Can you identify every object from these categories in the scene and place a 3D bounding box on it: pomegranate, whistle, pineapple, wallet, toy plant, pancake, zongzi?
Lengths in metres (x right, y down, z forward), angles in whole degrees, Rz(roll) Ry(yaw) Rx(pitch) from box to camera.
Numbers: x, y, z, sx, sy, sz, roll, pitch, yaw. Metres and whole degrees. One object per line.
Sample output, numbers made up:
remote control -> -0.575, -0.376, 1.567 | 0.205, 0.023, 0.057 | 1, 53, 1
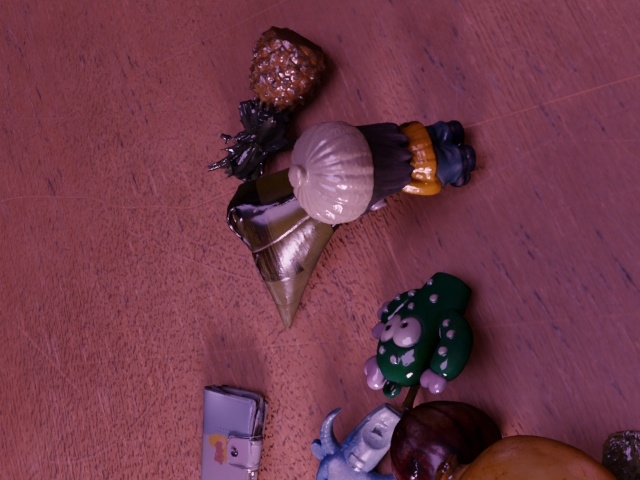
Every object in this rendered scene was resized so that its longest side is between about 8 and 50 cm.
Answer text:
pomegranate -> 0.320, 0.423, 1.281 | 0.307, 0.307, 0.307 | -5, 80, 34
whistle -> 0.060, 0.413, 1.634 | 0.180, 0.093, 0.269 | 37, 106, 8
pineapple -> -0.110, -0.254, 1.825 | 0.165, 0.165, 0.364 | 37, 113, 33
wallet -> -0.181, 0.422, 1.817 | 0.170, 0.069, 0.231 | 6, 93, 40
toy plant -> 0.173, 0.172, 1.551 | 0.232, 0.112, 0.243 | -22, 40, 42
pancake -> 0.493, 0.351, 1.385 | 0.108, 0.017, 0.108 | -2, 86, 34
zongzi -> 0.000, 0.000, 1.740 | 0.289, 0.154, 0.317 | -17, 106, 17

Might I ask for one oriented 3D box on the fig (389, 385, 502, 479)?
fig -> 0.187, 0.351, 1.507 | 0.249, 0.186, 0.203 | 36, 123, 40

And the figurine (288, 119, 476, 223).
figurine -> 0.105, -0.140, 1.534 | 0.332, 0.204, 0.185 | -19, 66, -4
